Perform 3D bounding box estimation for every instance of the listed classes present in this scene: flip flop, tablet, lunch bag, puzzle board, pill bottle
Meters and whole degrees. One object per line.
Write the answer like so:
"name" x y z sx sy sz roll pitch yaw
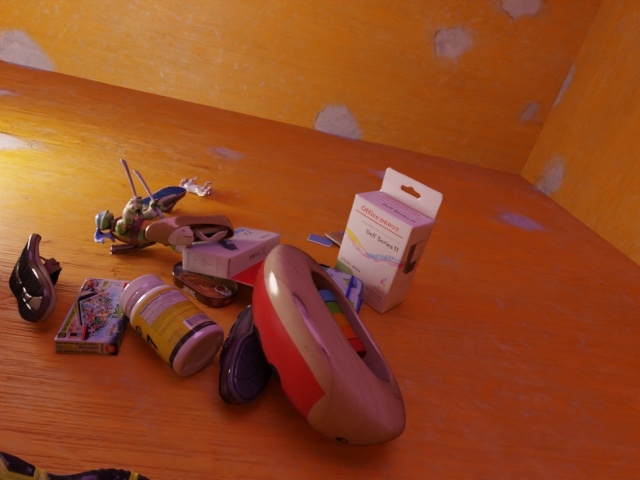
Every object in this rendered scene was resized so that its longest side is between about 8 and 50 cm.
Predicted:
"flip flop" -0.612 0.083 0.918 0.277 0.112 0.080 36 9 40
"tablet" 0.000 0.000 1.454 0.083 0.006 0.054 19 28 6
"lunch bag" 0.021 0.156 1.090 0.176 0.090 0.219 21 29 5
"puzzle board" 0.090 -0.006 1.497 0.128 0.011 0.096 -9 35 -44
"pill bottle" -0.308 0.167 0.856 0.208 0.119 0.119 34 33 23

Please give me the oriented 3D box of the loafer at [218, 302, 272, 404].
"loafer" -0.157 0.230 0.884 0.095 0.109 0.302 -26 21 19

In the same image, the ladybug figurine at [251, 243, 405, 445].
"ladybug figurine" -0.008 0.198 0.829 0.305 0.162 0.449 38 16 -55

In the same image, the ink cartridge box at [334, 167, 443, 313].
"ink cartridge box" 0.177 -0.003 1.169 0.119 0.353 0.207 -15 39 -43

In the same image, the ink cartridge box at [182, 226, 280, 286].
"ink cartridge box" -0.177 0.039 1.139 0.261 0.066 0.296 11 16 17

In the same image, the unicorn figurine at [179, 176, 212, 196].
"unicorn figurine" -0.450 -0.195 1.556 0.162 0.060 0.111 2 26 12

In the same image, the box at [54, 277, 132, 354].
"box" -0.474 0.158 0.900 0.114 0.036 0.207 7 29 -16

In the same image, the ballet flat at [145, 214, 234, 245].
"ballet flat" -0.318 -0.023 1.055 0.232 0.080 0.073 -14 48 -45

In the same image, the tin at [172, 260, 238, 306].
"tin" -0.299 0.108 1.078 0.190 0.040 0.106 27 34 24

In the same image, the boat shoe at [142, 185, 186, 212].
"boat shoe" -0.515 -0.126 1.372 0.066 0.066 0.183 24 35 22

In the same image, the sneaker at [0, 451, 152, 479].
"sneaker" -0.323 0.365 0.500 0.385 0.147 0.145 29 23 -12

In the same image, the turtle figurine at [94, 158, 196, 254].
"turtle figurine" -0.448 -0.076 1.138 0.266 0.198 0.274 25 62 -14
